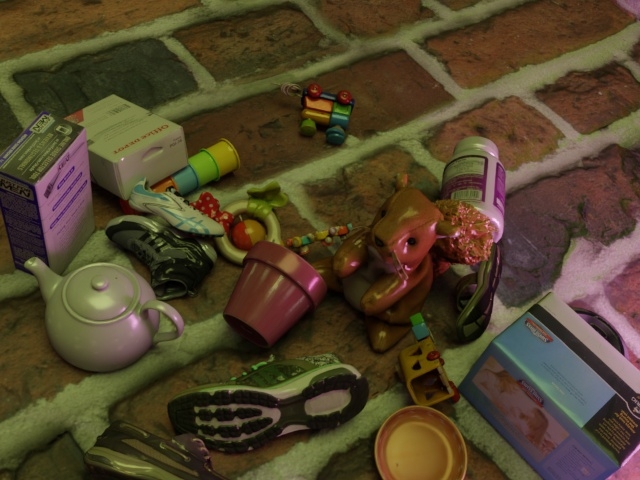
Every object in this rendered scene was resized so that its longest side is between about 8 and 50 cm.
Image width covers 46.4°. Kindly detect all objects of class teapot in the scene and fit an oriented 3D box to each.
[{"bbox_3d":[-0.449,0.138,1.555,0.256,0.187,0.253,-17,59,-26],"label":"teapot"}]

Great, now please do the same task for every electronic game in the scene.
[{"bbox_3d":[0.640,0.261,1.817,0.229,0.048,0.229,6,53,-8],"label":"electronic game"}]

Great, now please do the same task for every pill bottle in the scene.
[{"bbox_3d":[0.407,-0.133,1.995,0.169,0.169,0.302,16,51,-2],"label":"pill bottle"}]

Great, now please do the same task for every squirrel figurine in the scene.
[{"bbox_3d":[0.202,0.003,1.703,0.397,0.370,0.281,-25,62,-29],"label":"squirrel figurine"}]

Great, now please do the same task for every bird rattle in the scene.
[{"bbox_3d":[-0.192,-0.039,1.804,0.253,0.143,0.207,-18,75,-22],"label":"bird rattle"}]

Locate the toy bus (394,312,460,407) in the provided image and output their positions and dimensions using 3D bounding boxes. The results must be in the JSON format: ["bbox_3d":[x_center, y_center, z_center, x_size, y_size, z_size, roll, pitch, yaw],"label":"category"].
[{"bbox_3d":[0.222,0.278,1.660,0.104,0.202,0.191,-25,65,5],"label":"toy bus"}]

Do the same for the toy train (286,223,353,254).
[{"bbox_3d":[0.000,0.000,1.823,0.166,0.125,0.046,-15,89,5],"label":"toy train"}]

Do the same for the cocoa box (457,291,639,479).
[{"bbox_3d":[0.517,0.337,1.608,0.228,0.231,0.347,-30,65,-31],"label":"cocoa box"}]

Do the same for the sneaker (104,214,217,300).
[{"bbox_3d":[-0.381,0.043,1.700,0.268,0.101,0.153,18,49,-1],"label":"sneaker"}]

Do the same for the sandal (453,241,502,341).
[{"bbox_3d":[0.378,0.127,1.836,0.086,0.120,0.303,4,43,26],"label":"sandal"}]

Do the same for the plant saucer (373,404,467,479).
[{"bbox_3d":[0.205,0.446,1.551,0.199,0.037,0.200,4,64,-9],"label":"plant saucer"}]

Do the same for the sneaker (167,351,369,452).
[{"bbox_3d":[-0.115,0.317,1.562,0.410,0.158,0.182,-5,23,-15],"label":"sneaker"}]

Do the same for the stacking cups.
[{"bbox_3d":[-0.352,-0.146,1.878,0.316,0.096,0.096,-34,67,-28],"label":"stacking cups"}]

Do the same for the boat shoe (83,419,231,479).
[{"bbox_3d":[-0.262,0.428,1.409,0.355,0.132,0.130,20,51,0],"label":"boat shoe"}]

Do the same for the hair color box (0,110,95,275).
[{"bbox_3d":[-0.582,-0.085,1.597,0.110,0.339,0.185,22,51,3],"label":"hair color box"}]

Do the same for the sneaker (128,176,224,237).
[{"bbox_3d":[-0.326,-0.072,1.715,0.237,0.086,0.085,24,6,3],"label":"sneaker"}]

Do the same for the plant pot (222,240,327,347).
[{"bbox_3d":[-0.113,0.130,1.654,0.201,0.201,0.180,30,67,10],"label":"plant pot"}]

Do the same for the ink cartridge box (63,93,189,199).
[{"bbox_3d":[-0.494,-0.233,1.827,0.283,0.117,0.207,28,48,33],"label":"ink cartridge box"}]

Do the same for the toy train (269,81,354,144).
[{"bbox_3d":[-0.035,-0.362,2.118,0.248,0.105,0.143,12,64,-5],"label":"toy train"}]
